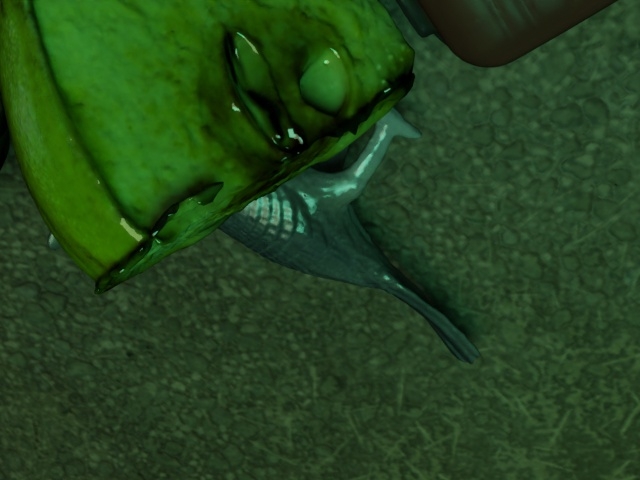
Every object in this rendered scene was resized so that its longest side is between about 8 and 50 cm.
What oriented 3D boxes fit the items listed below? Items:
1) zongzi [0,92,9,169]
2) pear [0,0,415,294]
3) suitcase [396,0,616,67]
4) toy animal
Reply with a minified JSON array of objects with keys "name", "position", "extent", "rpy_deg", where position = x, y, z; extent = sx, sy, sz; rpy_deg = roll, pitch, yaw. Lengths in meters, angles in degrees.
[{"name":"zongzi","position":[-0.349,-0.164,0.699],"extent":[0.317,0.154,0.289],"rpy_deg":[47,151,-6]},{"name":"pear","position":[-0.110,-0.123,0.596],"extent":[0.255,0.238,0.164],"rpy_deg":[55,149,-5]},{"name":"suitcase","position":[0.097,-0.268,0.539],"extent":[0.236,0.161,0.297],"rpy_deg":[-29,120,17]},{"name":"toy animal","position":[-0.001,-0.035,0.774],"extent":[0.367,0.081,0.206],"rpy_deg":[17,109,-20]}]
